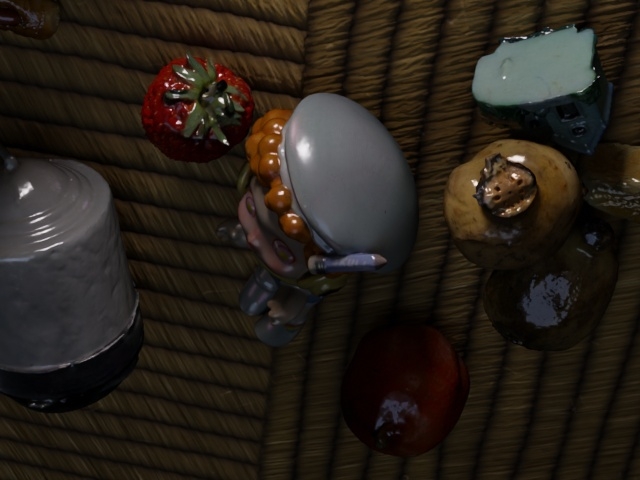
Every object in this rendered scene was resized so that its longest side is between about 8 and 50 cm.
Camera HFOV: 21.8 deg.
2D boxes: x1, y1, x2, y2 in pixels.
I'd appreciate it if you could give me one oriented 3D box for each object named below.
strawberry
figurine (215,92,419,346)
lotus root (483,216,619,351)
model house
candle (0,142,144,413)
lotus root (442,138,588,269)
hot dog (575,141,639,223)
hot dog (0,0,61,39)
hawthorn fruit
[{"bbox_3d":[-0.142,-0.148,1.904,0.131,0.148,0.131,-1,94,-10],"label":"strawberry"},{"bbox_3d":[-0.014,-0.025,1.960,0.205,0.224,0.382,-17,168,-25],"label":"figurine"},{"bbox_3d":[0.282,0.048,1.957,0.138,0.138,0.214,29,129,-12],"label":"lotus root"},{"bbox_3d":[0.258,-0.141,1.814,0.148,0.119,0.148,-14,133,24],"label":"model house"},{"bbox_3d":[-0.343,0.030,2.021,0.221,0.221,0.342,2,130,12],"label":"candle"},{"bbox_3d":[0.214,-0.040,1.821,0.154,0.257,0.140,-28,88,9],"label":"lotus root"},{"bbox_3d":[0.406,-0.056,1.866,0.243,0.084,0.073,3,129,9],"label":"hot dog"},{"bbox_3d":[-0.403,-0.275,1.887,0.216,0.047,0.066,15,129,0],"label":"hot dog"},{"bbox_3d":[0.101,0.198,2.083,0.169,0.188,0.169,11,137,10],"label":"hawthorn fruit"}]
